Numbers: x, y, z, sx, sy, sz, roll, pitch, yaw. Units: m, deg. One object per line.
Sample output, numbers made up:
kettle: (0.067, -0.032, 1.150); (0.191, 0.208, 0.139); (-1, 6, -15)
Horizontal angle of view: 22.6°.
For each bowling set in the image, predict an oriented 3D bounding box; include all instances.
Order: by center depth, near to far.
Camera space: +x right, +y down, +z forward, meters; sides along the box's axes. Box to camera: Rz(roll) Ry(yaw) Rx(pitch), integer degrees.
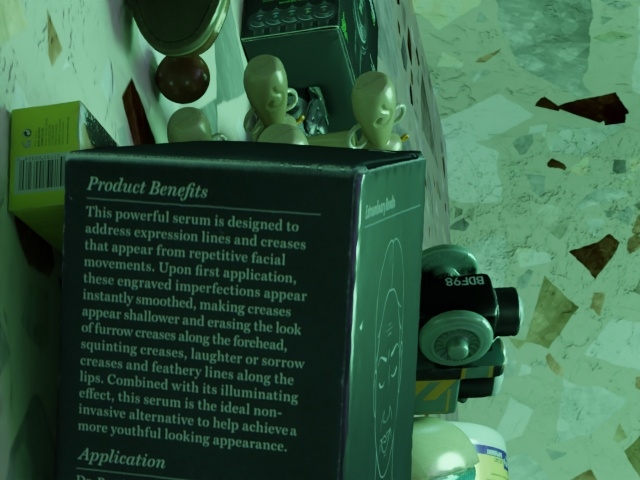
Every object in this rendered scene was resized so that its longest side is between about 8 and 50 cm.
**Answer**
bowling set: (-0.070, -0.097, 1.583); (0.200, 0.287, 0.154); (51, -16, 31)

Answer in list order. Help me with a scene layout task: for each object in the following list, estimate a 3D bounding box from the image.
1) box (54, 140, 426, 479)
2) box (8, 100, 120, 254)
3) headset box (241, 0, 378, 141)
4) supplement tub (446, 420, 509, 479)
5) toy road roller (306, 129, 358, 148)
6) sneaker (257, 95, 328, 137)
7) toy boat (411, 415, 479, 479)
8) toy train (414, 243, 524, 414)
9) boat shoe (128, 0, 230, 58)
box: (-0.051, 0.126, 1.209); (0.293, 0.212, 0.395); (-18, 112, -76)
box: (-0.175, -0.025, 1.258); (0.232, 0.058, 0.087); (57, 29, -70)
headset box: (-0.008, -0.269, 2.133); (0.246, 0.131, 0.283); (72, 16, -47)
supplement tub: (0.162, 0.446, 2.313); (0.241, 0.241, 0.331); (58, 27, -68)
toy road roller: (0.000, 0.000, 1.826); (0.240, 0.203, 0.329); (-92, 172, -56)
sneaker: (-0.044, -0.115, 1.946); (0.268, 0.101, 0.153); (72, 14, -71)
toy boat: (0.005, 0.285, 1.704); (0.318, 0.267, 0.148); (-7, 83, -49)
toy train: (0.043, 0.109, 1.680); (0.190, 0.334, 0.142); (92, -7, -46)
boat shoe: (-0.126, -0.305, 1.556); (0.104, 0.111, 0.307); (57, 28, -66)
